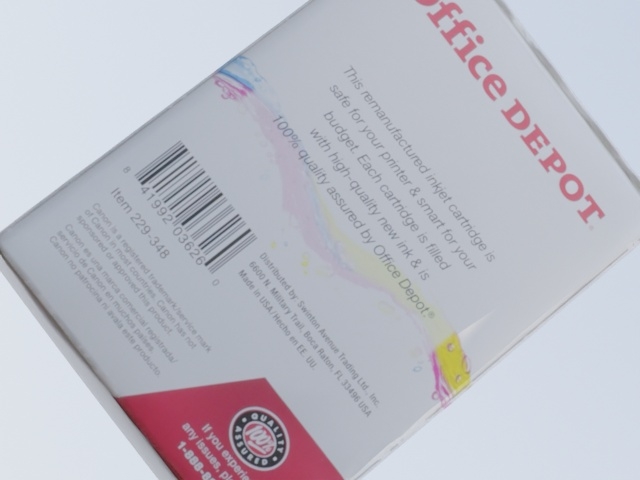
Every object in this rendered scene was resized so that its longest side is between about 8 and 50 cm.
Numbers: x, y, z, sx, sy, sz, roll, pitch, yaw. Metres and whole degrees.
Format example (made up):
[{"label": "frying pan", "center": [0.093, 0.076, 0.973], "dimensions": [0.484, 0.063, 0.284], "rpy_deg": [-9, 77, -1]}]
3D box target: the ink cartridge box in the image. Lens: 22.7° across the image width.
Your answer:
[{"label": "ink cartridge box", "center": [0.000, 0.000, 0.909], "dimensions": [0.226, 0.306, 0.131], "rpy_deg": [53, -14, -4]}]
